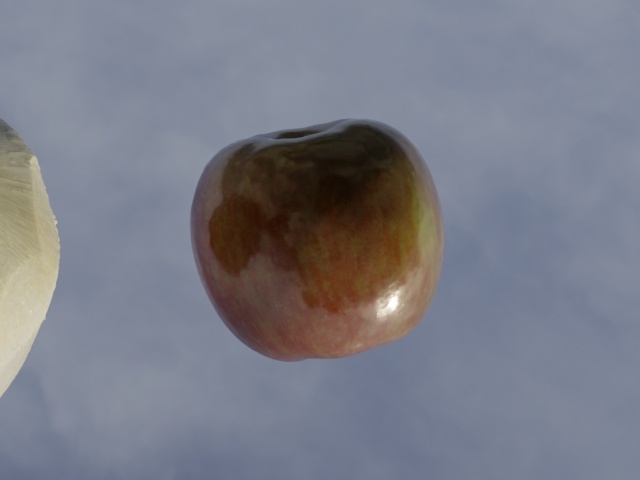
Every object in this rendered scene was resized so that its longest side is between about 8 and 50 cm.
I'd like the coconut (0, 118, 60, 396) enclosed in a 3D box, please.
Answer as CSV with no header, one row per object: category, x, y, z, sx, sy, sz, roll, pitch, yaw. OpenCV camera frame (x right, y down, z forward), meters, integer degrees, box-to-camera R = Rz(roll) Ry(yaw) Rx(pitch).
coconut,-0.294,0.015,0.835,0.237,0.266,0.237,10,-125,-15

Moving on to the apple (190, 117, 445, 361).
apple,0.000,0.000,0.954,0.188,0.174,0.188,-13,-173,2
